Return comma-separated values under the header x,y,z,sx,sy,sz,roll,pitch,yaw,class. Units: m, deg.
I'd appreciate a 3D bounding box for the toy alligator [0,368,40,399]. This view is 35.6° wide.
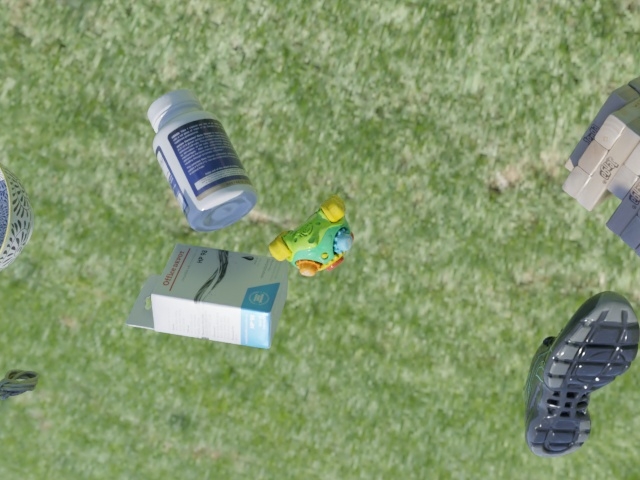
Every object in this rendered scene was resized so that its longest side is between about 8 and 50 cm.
x,y,z,sx,sy,sz,roll,pitch,yaw,class
-0.255,0.124,0.607,0.056,0.051,0.189,22,-159,37,toy alligator

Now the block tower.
x,y,z,sx,sy,sz,roll,pitch,yaw,class
0.353,0.010,0.826,0.335,0.091,0.097,44,137,20,block tower

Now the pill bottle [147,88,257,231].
x,y,z,sx,sy,sz,roll,pitch,yaw,class
-0.154,-0.104,1.260,0.094,0.169,0.094,-25,161,-9,pill bottle

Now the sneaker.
x,y,z,sx,sy,sz,roll,pitch,yaw,class
0.295,0.146,1.199,0.101,0.106,0.267,5,132,-11,sneaker

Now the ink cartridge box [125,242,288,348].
x,y,z,sx,sy,sz,roll,pitch,yaw,class
-0.137,0.062,1.202,0.180,0.104,0.060,8,128,6,ink cartridge box

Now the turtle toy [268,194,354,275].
x,y,z,sx,sy,sz,roll,pitch,yaw,class
0.000,0.000,1.123,0.066,0.095,0.130,53,-173,-3,turtle toy

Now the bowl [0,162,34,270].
x,y,z,sx,sy,sz,roll,pitch,yaw,class
-0.410,-0.026,1.237,0.170,0.170,0.080,-4,174,34,bowl
